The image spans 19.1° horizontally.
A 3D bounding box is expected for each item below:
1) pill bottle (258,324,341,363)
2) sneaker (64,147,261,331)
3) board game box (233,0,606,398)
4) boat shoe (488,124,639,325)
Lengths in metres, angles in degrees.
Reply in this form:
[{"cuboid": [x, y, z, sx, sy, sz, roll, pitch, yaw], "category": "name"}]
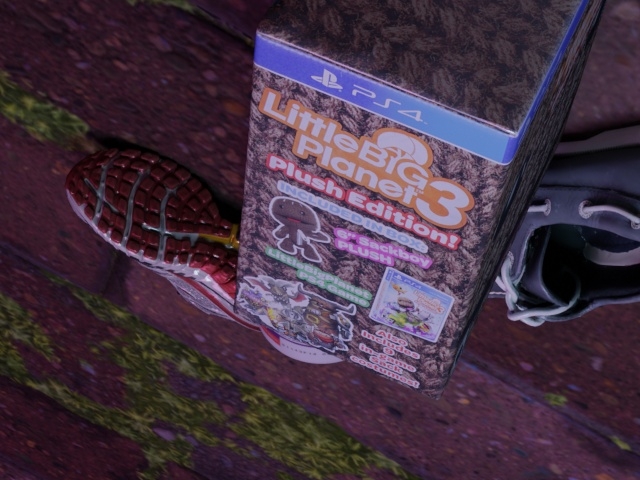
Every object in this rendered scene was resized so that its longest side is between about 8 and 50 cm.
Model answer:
[{"cuboid": [0.000, 0.000, 1.408, 0.108, 0.108, 0.193, 20, 149, 14], "category": "pill bottle"}, {"cuboid": [-0.110, 0.010, 1.537, 0.225, 0.088, 0.093, 34, 151, -8], "category": "sneaker"}, {"cuboid": [0.065, -0.089, 1.094, 0.141, 0.232, 0.291, 23, 150, 9], "category": "board game box"}, {"cuboid": [0.151, 0.002, 1.291, 0.116, 0.099, 0.319, 43, 148, -25], "category": "boat shoe"}]
